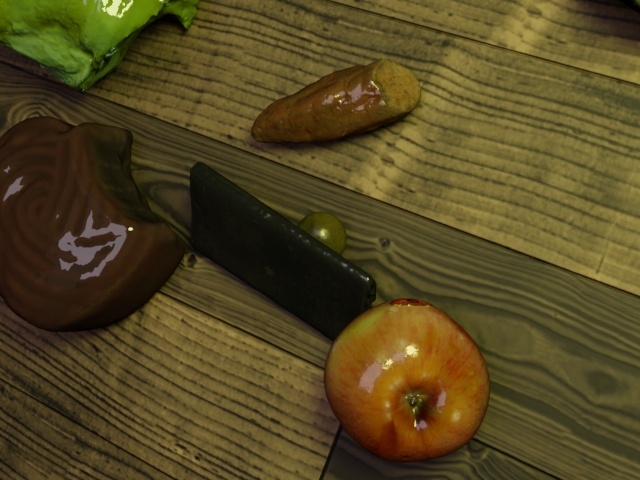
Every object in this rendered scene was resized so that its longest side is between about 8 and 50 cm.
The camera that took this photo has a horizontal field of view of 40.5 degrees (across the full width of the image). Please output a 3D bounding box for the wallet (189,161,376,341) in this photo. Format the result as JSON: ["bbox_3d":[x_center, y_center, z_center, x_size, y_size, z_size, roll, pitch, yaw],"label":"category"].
[{"bbox_3d":[-0.057,0.024,1.206,0.321,0.044,0.170,32,140,22],"label":"wallet"}]

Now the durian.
[{"bbox_3d":[-0.376,-0.358,1.305,0.340,0.204,0.256,29,114,-13],"label":"durian"}]

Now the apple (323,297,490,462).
[{"bbox_3d":[0.107,0.175,1.077,0.209,0.164,0.209,1,103,4],"label":"apple"}]

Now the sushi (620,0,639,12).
[{"bbox_3d":[0.454,-0.405,0.984,0.234,0.207,0.348,36,107,-18],"label":"sushi"}]

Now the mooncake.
[{"bbox_3d":[-0.373,-0.024,1.319,0.334,0.174,0.326,-1,82,24],"label":"mooncake"}]

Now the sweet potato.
[{"bbox_3d":[0.014,-0.186,1.209,0.252,0.097,0.097,-12,81,20],"label":"sweet potato"}]

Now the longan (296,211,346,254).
[{"bbox_3d":[0.000,0.000,1.217,0.075,0.075,0.083,26,136,23],"label":"longan"}]
